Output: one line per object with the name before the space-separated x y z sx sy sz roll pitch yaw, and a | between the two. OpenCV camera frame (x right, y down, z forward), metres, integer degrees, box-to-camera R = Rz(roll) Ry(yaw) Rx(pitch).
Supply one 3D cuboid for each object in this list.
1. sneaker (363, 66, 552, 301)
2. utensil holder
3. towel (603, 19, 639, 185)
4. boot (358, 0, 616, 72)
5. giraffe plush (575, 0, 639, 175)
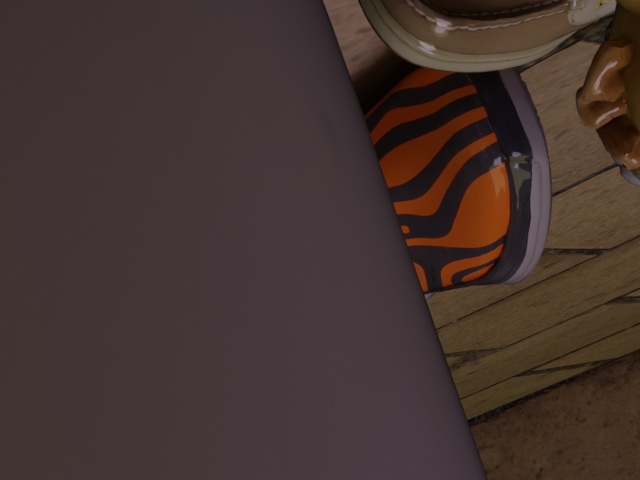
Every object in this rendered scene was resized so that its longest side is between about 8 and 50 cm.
sneaker | 0.000 0.000 0.847 0.180 0.125 0.321 -16 166 -19
utensil holder | -0.099 0.095 0.524 0.327 0.385 0.327 -19 167 -5
towel | 0.302 -0.114 0.759 0.283 0.121 0.235 -12 -179 -19
boot | 0.127 -0.141 0.562 0.213 0.077 0.165 -20 170 -28
giraffe plush | 0.126 -0.085 0.447 0.210 0.170 0.181 -20 -151 30
